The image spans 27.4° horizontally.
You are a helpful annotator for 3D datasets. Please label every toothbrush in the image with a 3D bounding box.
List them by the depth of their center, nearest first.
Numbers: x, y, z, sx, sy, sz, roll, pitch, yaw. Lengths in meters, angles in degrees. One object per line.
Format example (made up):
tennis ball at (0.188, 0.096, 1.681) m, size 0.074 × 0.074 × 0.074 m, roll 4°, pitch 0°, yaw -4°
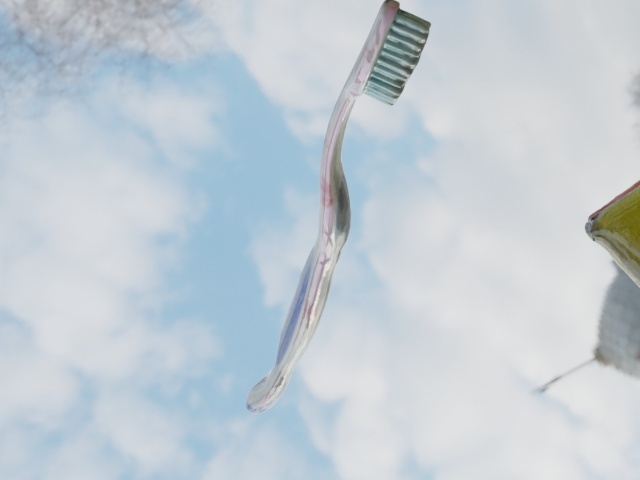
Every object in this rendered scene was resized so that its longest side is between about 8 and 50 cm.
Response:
toothbrush at (0.000, 0.000, 0.593) m, size 0.027 × 0.269 × 0.021 m, roll 29°, pitch -133°, yaw 9°

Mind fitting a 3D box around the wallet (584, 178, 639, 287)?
wallet at (0.255, 0.037, 0.619) m, size 0.241 × 0.141 × 0.067 m, roll 47°, pitch -162°, yaw -1°
